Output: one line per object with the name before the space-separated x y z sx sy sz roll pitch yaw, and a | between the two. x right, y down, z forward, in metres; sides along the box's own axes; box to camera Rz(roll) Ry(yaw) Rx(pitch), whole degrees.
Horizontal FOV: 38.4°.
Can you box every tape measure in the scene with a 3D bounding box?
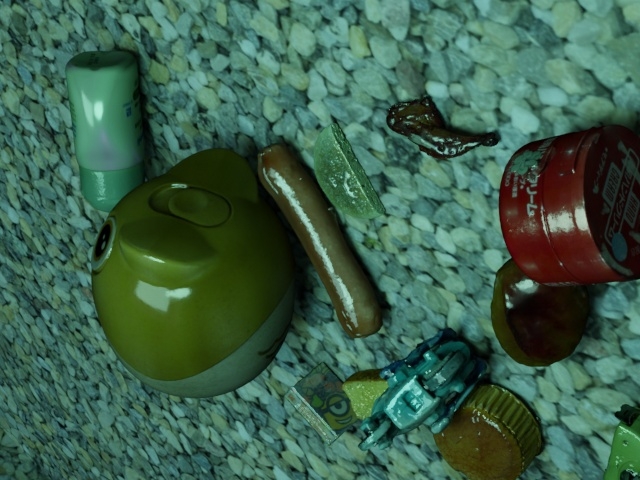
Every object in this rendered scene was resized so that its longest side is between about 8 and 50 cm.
tape measure | 0.538 0.378 1.504 0.154 0.087 0.177 25 132 31

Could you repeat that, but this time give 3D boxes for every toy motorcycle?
toy motorcycle | 0.177 0.280 1.684 0.260 0.206 0.154 -45 84 13

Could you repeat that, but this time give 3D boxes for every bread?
bread | 0.126 0.315 1.887 0.187 0.065 0.103 -7 103 45
bread | 0.034 -0.115 1.729 0.112 0.036 0.192 -24 96 50
bread | 0.305 0.366 1.709 0.199 0.104 0.199 23 130 31

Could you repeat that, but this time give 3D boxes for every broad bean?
broad bean | 0.355 0.105 1.491 0.156 0.122 0.228 4 126 14

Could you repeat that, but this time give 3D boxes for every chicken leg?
chicken leg | 0.195 -0.178 1.528 0.205 0.053 0.093 31 118 22

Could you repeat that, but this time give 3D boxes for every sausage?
sausage | 0.000 0.000 1.788 0.418 0.094 0.094 60 160 -2

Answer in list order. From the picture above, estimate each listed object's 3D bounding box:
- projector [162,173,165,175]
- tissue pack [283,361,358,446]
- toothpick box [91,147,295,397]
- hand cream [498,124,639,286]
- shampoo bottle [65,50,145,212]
projector | -0.330 -0.101 2.052 0.083 0.083 0.082 55 139 3
tissue pack | 0.011 0.351 1.980 0.148 0.109 0.060 45 141 13
toothpick box | -0.253 0.070 1.825 0.409 0.409 0.425 33 141 26
hand cream | 0.371 -0.045 1.305 0.149 0.230 0.230 -10 107 50
shampoo bottle | -0.462 -0.227 2.009 0.222 0.151 0.349 -103 13 -64
